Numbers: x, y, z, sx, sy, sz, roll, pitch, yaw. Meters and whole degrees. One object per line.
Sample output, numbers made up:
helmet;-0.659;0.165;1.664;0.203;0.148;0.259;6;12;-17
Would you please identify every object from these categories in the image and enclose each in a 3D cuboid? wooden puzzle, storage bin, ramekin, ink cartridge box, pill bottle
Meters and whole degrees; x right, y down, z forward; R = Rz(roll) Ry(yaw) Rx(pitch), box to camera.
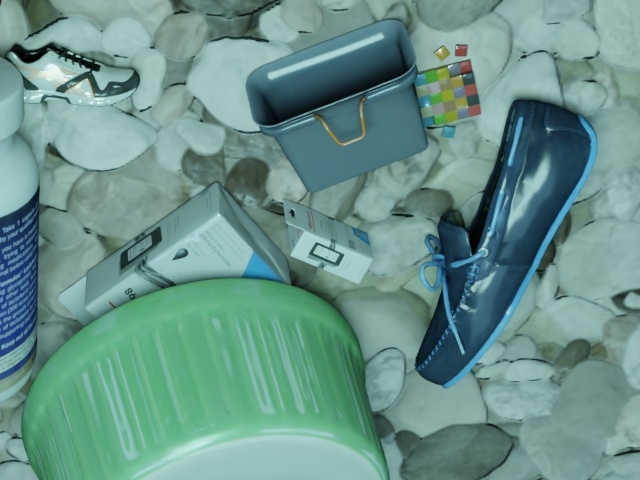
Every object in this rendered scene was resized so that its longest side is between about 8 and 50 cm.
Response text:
wooden puzzle;0.104;-0.121;1.200;0.049;0.006;0.083;-15;120;2
storage bin;0.023;-0.097;1.160;0.135;0.098;0.091;-21;130;6
ramekin;-0.089;0.189;1.225;0.303;0.148;0.303;-12;137;-11
ink cartridge box;-0.126;0.047;1.239;0.180;0.060;0.104;-35;118;13
ink cartridge box;0.000;0.000;1.233;0.083;0.048;0.028;24;114;-17
pill bottle;-0.295;-0.007;1.134;0.153;0.153;0.265;3;121;-8

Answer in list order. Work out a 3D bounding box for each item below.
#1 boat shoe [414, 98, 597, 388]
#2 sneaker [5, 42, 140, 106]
boat shoe;0.135;-0.002;1.232;0.089;0.109;0.258;25;98;-11
sneaker;-0.196;-0.131;1.142;0.109;0.040;0.044;0;118;-7
